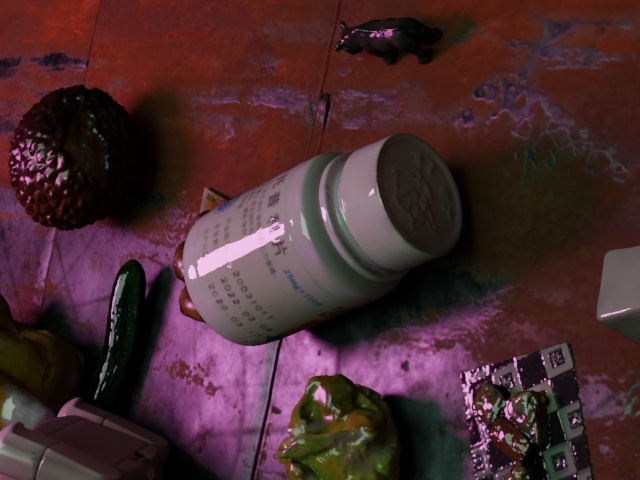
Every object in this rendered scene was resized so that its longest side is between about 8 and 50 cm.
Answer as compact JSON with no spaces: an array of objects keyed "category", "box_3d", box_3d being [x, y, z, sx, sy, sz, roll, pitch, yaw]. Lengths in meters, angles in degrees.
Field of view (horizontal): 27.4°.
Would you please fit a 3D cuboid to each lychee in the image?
[{"category":"lychee","box_3d":[-0.332,-0.102,1.770,0.188,0.188,0.188,-12,72,42]}]

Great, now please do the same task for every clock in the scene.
[{"category":"clock","box_3d":[-0.326,0.374,1.550,0.184,0.342,0.326,26,93,11]}]

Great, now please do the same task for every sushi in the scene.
[{"category":"sushi","box_3d":[0.195,0.209,1.280,0.139,0.031,0.201,-23,65,38]}]

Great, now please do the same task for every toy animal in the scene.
[{"category":"toy animal","box_3d":[0.065,-0.228,1.484,0.135,0.065,0.047,8,85,46]}]

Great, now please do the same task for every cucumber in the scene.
[{"category":"cucumber","box_3d":[-0.272,0.162,1.728,0.056,0.056,0.284,21,100,45]}]

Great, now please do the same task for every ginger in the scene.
[{"category":"ginger","box_3d":[-0.132,0.044,1.610,0.103,0.073,0.162,-40,48,14]}]

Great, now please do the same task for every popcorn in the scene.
[{"category":"popcorn","box_3d":[0.023,0.218,1.390,0.125,0.126,0.145,-2,61,19]}]

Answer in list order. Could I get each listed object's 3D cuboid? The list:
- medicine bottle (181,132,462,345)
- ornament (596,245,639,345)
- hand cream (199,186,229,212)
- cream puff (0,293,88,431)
[{"category":"medicine bottle","box_3d":[0.000,0.000,1.420,0.293,0.170,0.170,-23,65,38]},{"category":"ornament","box_3d":[0.360,0.036,1.094,0.285,0.130,0.120,7,72,45]},{"category":"hand cream","box_3d":[-0.124,-0.040,1.655,0.102,0.022,0.035,24,105,49]},{"category":"cream puff","box_3d":[-0.502,0.230,1.782,0.378,0.275,0.378,-10,76,44]}]
